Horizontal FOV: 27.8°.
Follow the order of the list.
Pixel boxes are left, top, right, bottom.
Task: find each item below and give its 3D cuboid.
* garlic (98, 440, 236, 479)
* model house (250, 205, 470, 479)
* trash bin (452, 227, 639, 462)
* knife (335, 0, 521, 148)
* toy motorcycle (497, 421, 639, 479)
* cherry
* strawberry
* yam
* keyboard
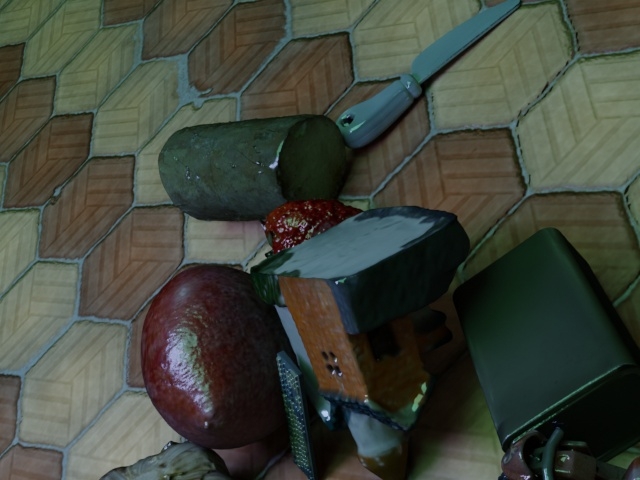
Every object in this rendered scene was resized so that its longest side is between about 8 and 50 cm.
[{"bbox_3d":[-0.187,0.367,1.598,0.245,0.160,0.245,-24,24,12],"label":"garlic"},{"bbox_3d":[0.075,0.130,1.513,0.190,0.300,0.271,-21,11,-25],"label":"model house"},{"bbox_3d":[0.253,0.123,1.419,0.164,0.122,0.240,-37,38,15],"label":"trash bin"},{"bbox_3d":[0.155,-0.254,1.906,0.331,0.044,0.080,-40,31,-1],"label":"knife"},{"bbox_3d":[0.269,0.237,1.280,0.213,0.118,0.084,-4,46,26],"label":"toy motorcycle"},{"bbox_3d":[-0.131,0.159,1.641,0.206,0.239,0.239,-11,50,45],"label":"cherry"},{"bbox_3d":[-0.006,0.000,1.764,0.148,0.131,0.131,-20,45,42],"label":"strawberry"},{"bbox_3d":[-0.099,-0.106,1.913,0.268,0.161,0.161,-3,56,42],"label":"yam"},{"bbox_3d":[-0.027,0.217,1.568,0.014,0.176,0.055,-22,36,-21],"label":"keyboard"}]
